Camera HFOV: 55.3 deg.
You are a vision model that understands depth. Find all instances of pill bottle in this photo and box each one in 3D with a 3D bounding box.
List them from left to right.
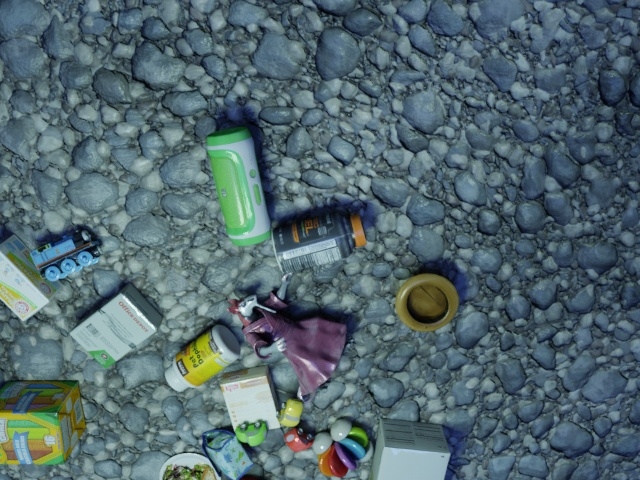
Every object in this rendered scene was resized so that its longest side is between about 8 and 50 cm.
[{"bbox_3d":[-0.347,0.349,1.784,0.215,0.117,0.117,-37,105,11],"label":"pill bottle"},{"bbox_3d":[0.000,0.000,1.662,0.245,0.130,0.131,-15,108,4],"label":"pill bottle"}]

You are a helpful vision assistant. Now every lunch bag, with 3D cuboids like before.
[{"bbox_3d":[-0.300,0.659,1.889,0.096,0.151,0.129,-36,109,-32],"label":"lunch bag"}]

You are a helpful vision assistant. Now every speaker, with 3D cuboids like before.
[{"bbox_3d":[-0.214,-0.142,1.613,0.131,0.131,0.297,-10,109,3],"label":"speaker"}]

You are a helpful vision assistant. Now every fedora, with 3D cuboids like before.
[{"bbox_3d":[0.300,0.167,1.749,0.194,0.079,0.194,-2,114,-4],"label":"fedora"}]

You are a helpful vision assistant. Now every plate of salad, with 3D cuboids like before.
[{"bbox_3d":[-0.421,0.774,1.966,0.199,0.048,0.200,0,110,-1],"label":"plate of salad"}]

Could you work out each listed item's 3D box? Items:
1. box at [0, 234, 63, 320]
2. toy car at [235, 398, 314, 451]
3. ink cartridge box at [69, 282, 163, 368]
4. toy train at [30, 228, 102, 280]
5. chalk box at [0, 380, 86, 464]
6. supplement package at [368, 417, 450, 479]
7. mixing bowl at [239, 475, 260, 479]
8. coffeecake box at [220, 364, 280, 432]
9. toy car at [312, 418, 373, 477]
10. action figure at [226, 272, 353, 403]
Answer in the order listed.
[{"bbox_3d":[-0.838,0.104,1.697,0.103,0.114,0.203,-35,107,11],"label":"box"},{"bbox_3d":[-0.143,0.575,1.820,0.224,0.053,0.239,-10,128,1],"label":"toy car"},{"bbox_3d":[-0.584,0.245,1.761,0.208,0.087,0.153,-35,105,12],"label":"ink cartridge box"},{"bbox_3d":[-0.701,0.040,1.691,0.184,0.080,0.105,-25,95,1],"label":"toy train"},{"bbox_3d":[-0.879,0.538,1.810,0.288,0.179,0.180,-1,109,0],"label":"chalk box"},{"bbox_3d":[0.268,0.715,1.902,0.203,0.145,0.262,7,108,-3],"label":"supplement package"},{"bbox_3d":[-0.236,0.828,1.959,0.181,0.098,0.182,0,109,0],"label":"mixing bowl"},{"bbox_3d":[-0.209,0.486,1.858,0.142,0.068,0.186,-11,109,3],"label":"coffeecake box"},{"bbox_3d":[0.069,0.658,1.884,0.182,0.136,0.159,-38,105,11],"label":"toy car"},{"bbox_3d":[-0.106,0.263,1.753,0.370,0.248,0.276,28,141,-4],"label":"action figure"}]
